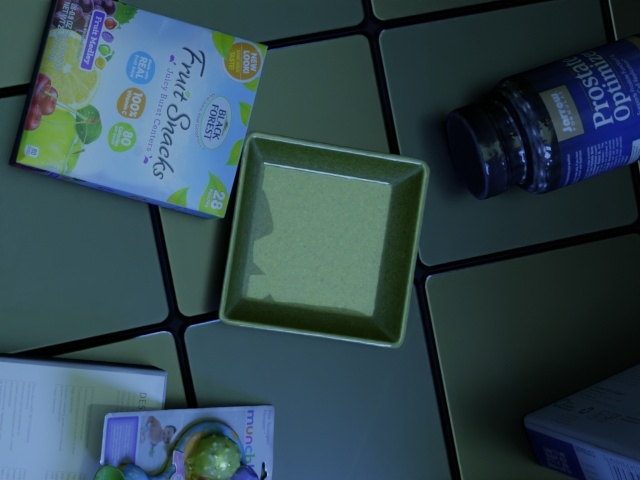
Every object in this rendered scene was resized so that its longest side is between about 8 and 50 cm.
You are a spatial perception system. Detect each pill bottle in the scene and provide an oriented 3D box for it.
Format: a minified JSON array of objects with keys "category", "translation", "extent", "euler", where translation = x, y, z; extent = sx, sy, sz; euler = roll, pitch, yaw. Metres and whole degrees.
[{"category":"pill bottle","translation":[0.243,-0.117,1.911],"extent":[0.219,0.123,0.123],"euler":[-19,95,-13]}]

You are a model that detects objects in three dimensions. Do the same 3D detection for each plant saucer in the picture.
[{"category":"plant saucer","translation":[0.000,0.000,1.891],"extent":[0.188,0.045,0.188],"euler":[9,88,-14]}]

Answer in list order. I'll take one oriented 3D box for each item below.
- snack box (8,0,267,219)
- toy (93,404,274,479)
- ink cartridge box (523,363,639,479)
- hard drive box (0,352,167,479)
[{"category":"snack box","translation":[-0.173,-0.129,1.836],"extent":[0.207,0.070,0.174],"euler":[14,86,-15]},{"category":"toy","translation":[-0.109,0.227,1.795],"extent":[0.237,0.056,0.137],"euler":[4,91,-48]},{"category":"ink cartridge box","translation":[0.399,0.148,1.845],"extent":[0.330,0.324,0.071],"euler":[-22,96,-12]},{"category":"hard drive box","translation":[-0.270,0.198,1.802],"extent":[0.232,0.089,0.181],"euler":[7,88,-13]}]
